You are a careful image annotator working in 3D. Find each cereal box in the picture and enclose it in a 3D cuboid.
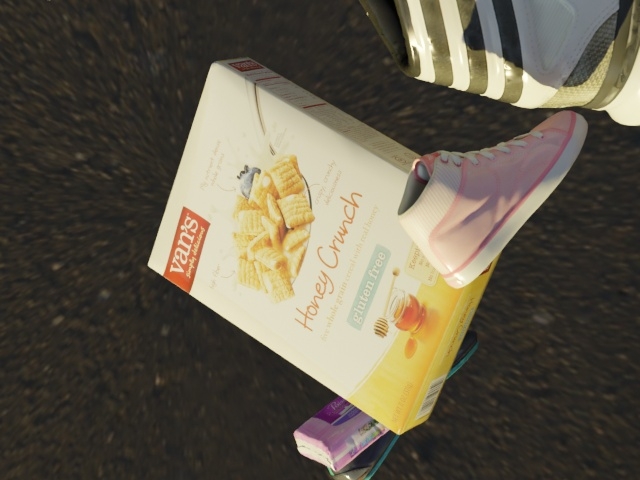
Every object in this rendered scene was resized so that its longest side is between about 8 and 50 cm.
[{"bbox_3d":[0.000,0.000,1.104,0.240,0.047,0.173,31,116,24],"label":"cereal box"}]

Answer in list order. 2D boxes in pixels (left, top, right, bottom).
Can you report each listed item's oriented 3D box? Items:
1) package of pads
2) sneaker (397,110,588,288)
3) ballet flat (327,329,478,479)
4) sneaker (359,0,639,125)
[{"bbox_3d":[0.023,0.151,1.301,0.083,0.050,0.032,-36,124,-26],"label":"package of pads"},{"bbox_3d":[0.099,-0.043,0.941,0.070,0.051,0.134,43,75,-9],"label":"sneaker"},{"bbox_3d":[0.068,0.136,1.454,0.074,0.074,0.203,45,64,-4],"label":"ballet flat"},{"bbox_3d":[0.125,-0.306,0.983,0.257,0.169,0.448,5,91,-17],"label":"sneaker"}]
